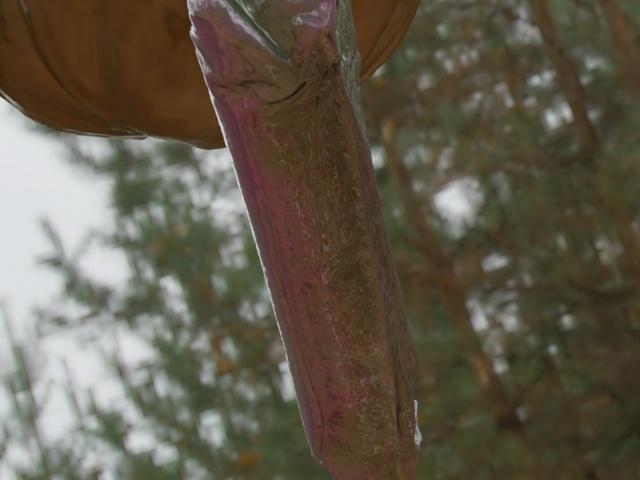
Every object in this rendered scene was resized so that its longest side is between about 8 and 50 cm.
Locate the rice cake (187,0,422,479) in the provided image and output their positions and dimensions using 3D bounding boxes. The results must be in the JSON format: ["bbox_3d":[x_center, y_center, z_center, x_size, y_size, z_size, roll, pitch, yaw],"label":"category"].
[{"bbox_3d":[0.001,0.000,0.637,0.049,0.055,0.270,-12,-40,1],"label":"rice cake"}]

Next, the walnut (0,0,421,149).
[{"bbox_3d":[-0.079,-0.199,0.883,0.252,0.313,0.277,-11,14,-30],"label":"walnut"}]
